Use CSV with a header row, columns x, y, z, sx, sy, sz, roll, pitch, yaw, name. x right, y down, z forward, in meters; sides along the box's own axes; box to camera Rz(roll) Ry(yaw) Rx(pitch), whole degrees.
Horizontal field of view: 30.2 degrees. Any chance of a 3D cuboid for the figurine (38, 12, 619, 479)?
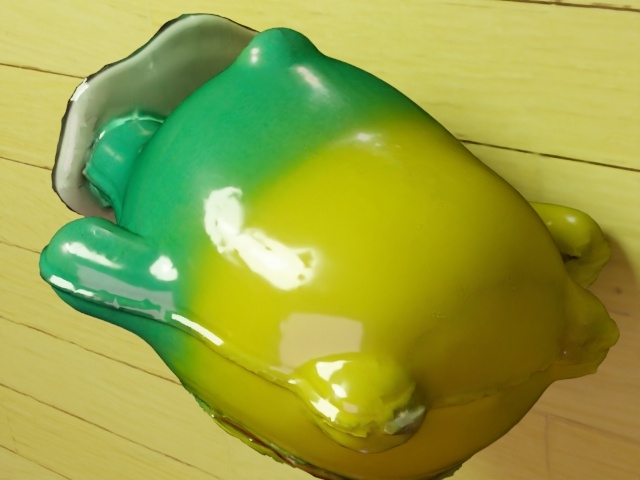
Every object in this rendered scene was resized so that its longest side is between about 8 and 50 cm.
x,y,z,sx,sy,sz,roll,pitch,yaw,name
0.000,0.000,0.720,0.340,0.323,0.231,37,131,41,figurine
